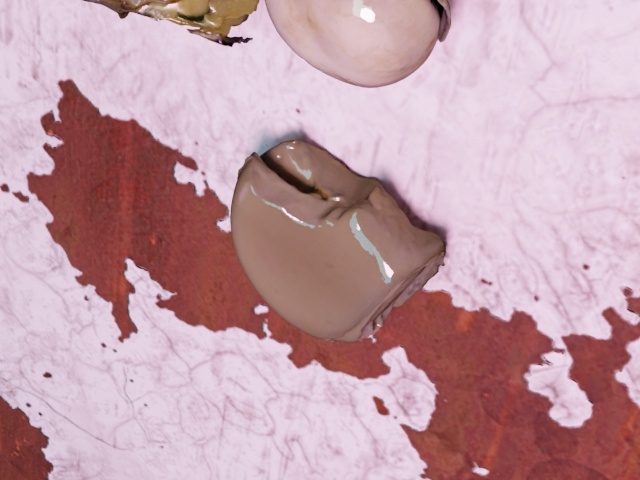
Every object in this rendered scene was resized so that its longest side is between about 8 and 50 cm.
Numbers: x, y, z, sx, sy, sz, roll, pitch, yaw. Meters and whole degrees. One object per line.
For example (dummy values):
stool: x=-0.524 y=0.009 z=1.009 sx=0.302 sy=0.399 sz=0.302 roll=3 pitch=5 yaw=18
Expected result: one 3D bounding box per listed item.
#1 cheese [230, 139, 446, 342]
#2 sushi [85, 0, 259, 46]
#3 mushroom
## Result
cheese: x=0.000 y=0.000 z=1.003 sx=0.202 sy=0.091 sz=0.175 roll=44 pitch=130 yaw=-1
sushi: x=-0.171 y=-0.267 z=0.920 sx=0.290 sy=0.131 sz=0.139 roll=23 pitch=106 yaw=25
mushroom: x=0.030 y=-0.194 z=0.849 sx=0.154 sy=0.123 sz=0.154 roll=34 pitch=169 yaw=8
